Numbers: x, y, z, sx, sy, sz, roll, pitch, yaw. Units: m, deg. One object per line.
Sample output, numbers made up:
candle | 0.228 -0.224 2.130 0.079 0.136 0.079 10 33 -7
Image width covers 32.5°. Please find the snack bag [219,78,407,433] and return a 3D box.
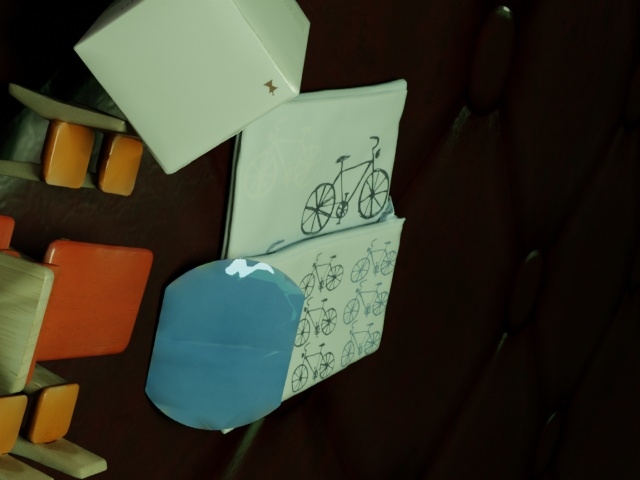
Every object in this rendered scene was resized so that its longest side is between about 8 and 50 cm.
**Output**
snack bag | 0.000 0.000 1.149 0.323 0.037 0.343 -16 119 -55

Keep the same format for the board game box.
board game box | -0.092 0.092 1.015 0.133 0.033 0.169 7 105 -23

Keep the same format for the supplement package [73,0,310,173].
supplement package | -0.080 -0.142 0.756 0.105 0.105 0.179 55 16 -21

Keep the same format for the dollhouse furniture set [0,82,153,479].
dollhouse furniture set | -0.177 0.039 0.717 0.259 0.135 0.262 8 98 -73
